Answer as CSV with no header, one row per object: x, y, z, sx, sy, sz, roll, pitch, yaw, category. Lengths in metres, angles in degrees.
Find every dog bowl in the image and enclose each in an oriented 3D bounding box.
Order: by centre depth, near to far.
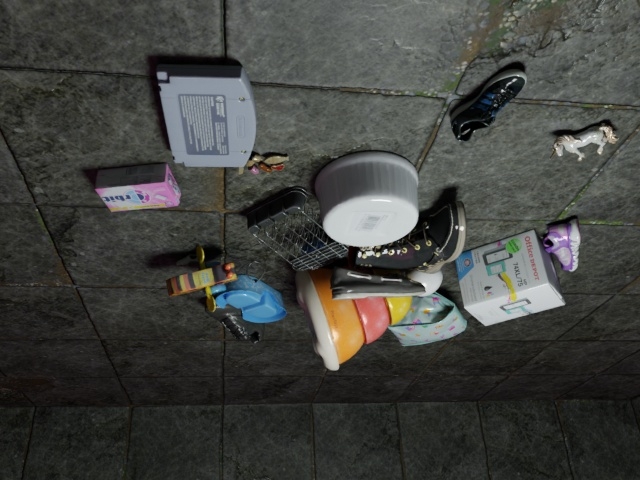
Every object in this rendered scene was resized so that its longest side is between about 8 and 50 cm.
-0.241,0.205,2.134,0.166,0.074,0.297,-19,147,26,dog bowl

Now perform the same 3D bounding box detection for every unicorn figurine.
0.633,-0.237,1.483,0.162,0.060,0.111,-35,140,18,unicorn figurine

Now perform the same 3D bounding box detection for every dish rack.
-0.059,-0.018,1.721,0.208,0.074,0.271,-23,133,32,dish rack

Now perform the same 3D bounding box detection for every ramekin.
0.125,-0.097,1.588,0.278,0.135,0.277,-2,150,-1,ramekin

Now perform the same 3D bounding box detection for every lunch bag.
0.398,0.287,2.258,0.263,0.160,0.223,-9,149,21,lunch bag

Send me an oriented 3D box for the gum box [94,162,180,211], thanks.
-0.456,-0.133,1.538,0.189,0.062,0.107,-5,150,3,gum box

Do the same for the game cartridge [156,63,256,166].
-0.241,-0.268,1.338,0.198,0.062,0.297,-3,150,-8,game cartridge

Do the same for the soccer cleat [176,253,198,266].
-0.417,0.060,1.913,0.083,0.029,0.035,-11,141,6,soccer cleat

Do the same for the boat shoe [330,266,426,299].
0.179,0.123,1.805,0.335,0.095,0.112,1,172,-31,boat shoe

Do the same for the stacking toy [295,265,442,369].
0.179,0.195,1.994,0.480,0.350,0.350,-17,150,-6,stacking toy

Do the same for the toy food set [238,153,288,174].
-0.143,-0.192,1.515,0.122,0.019,0.078,-4,151,-13,toy food set

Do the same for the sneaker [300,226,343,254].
0.000,-0.001,1.814,0.152,0.058,0.084,-17,153,15,sneaker

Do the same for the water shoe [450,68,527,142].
0.374,-0.289,1.333,0.073,0.080,0.203,16,145,-30,water shoe

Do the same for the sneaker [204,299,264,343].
-0.304,0.297,2.233,0.109,0.130,0.286,-25,142,36,sneaker

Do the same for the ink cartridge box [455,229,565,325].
0.608,0.125,1.957,0.270,0.198,0.197,-22,145,27,ink cartridge box

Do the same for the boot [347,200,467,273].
0.244,-0.001,1.763,0.285,0.138,0.377,1,160,-8,boot

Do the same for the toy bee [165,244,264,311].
-0.324,0.098,1.855,0.298,0.195,0.162,-34,178,-16,toy bee

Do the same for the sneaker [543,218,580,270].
0.752,0.017,1.900,0.105,0.095,0.236,-6,146,18,sneaker
